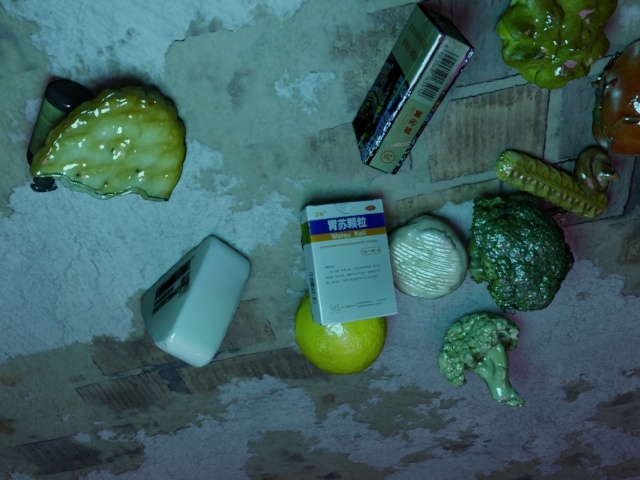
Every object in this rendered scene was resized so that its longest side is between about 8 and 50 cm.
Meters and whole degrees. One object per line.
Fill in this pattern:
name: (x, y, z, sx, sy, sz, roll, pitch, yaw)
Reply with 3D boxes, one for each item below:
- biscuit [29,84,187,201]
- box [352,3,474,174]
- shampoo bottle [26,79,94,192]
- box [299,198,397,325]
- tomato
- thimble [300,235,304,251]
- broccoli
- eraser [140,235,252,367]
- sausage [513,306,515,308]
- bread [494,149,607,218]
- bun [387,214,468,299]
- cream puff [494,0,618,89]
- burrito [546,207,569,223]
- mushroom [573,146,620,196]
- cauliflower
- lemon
biscuit: (-0.448, -0.185, 1.222, 0.329, 0.078, 0.335, -34, 145, -7)
box: (0.183, -0.321, 1.160, 0.084, 0.198, 0.310, 18, 125, -20)
shampoo bottle: (-0.596, -0.218, 1.220, 0.101, 0.101, 0.284, 23, 123, -22)
box: (0.069, 0.054, 1.382, 0.200, 0.106, 0.299, -7, 88, -13)
tomato: (0.793, -0.313, 1.250, 0.309, 0.170, 0.309, -2, 130, -3)
thimble: (0.002, -0.001, 1.480, 0.104, 0.066, 0.095, -33, 122, 18)
broccoli: (0.505, 0.026, 1.422, 0.304, 0.321, 0.283, -16, 178, -29)
eraser: (-0.330, 0.143, 1.470, 0.331, 0.331, 0.150, -37, 122, 21)
sausage: (0.655, 0.147, 1.686, 0.043, 0.043, 0.186, 23, 122, -22)
bread: (0.613, -0.144, 1.429, 0.368, 0.084, 0.077, 19, 163, -19)
bun: (0.290, 0.047, 1.493, 0.239, 0.141, 0.239, 11, 118, 21)
cream puff: (0.489, -0.438, 1.127, 0.244, 0.196, 0.244, 1, 100, 4)
burrito: (0.613, -0.055, 1.521, 0.171, 0.042, 0.051, -16, 128, 2)
mushroom: (0.700, -0.176, 1.389, 0.109, 0.126, 0.085, 19, 166, 6)
cauliflower: (0.494, 0.362, 1.687, 0.261, 0.281, 0.327, 4, 138, -5)
lemon: (0.058, 0.246, 1.554, 0.293, 0.293, 0.293, -3, 129, -4)
